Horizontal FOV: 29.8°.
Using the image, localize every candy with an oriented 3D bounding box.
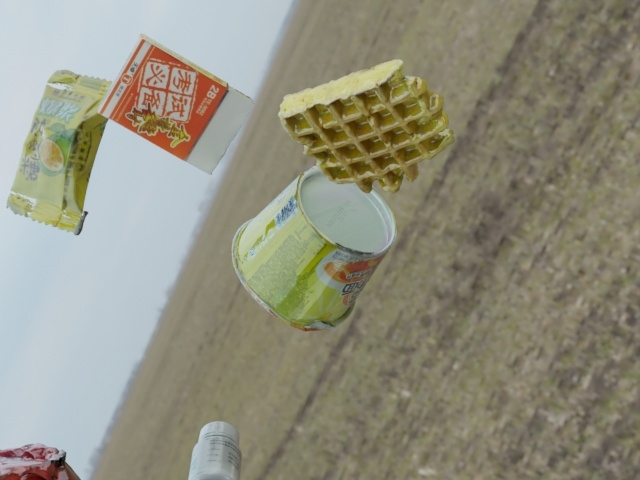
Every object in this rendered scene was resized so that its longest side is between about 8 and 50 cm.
[{"bbox_3d":[-0.479,-0.172,2.258,0.081,0.187,0.297,21,-93,-67],"label":"candy"}]

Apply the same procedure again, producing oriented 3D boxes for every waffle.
[{"bbox_3d":[0.088,-0.152,1.756,0.229,0.219,0.057,-14,47,26],"label":"waffle"}]

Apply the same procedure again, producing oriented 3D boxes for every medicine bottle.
[{"bbox_3d":[-0.165,0.353,1.905,0.130,0.080,0.080,-90,23,-58],"label":"medicine bottle"}]

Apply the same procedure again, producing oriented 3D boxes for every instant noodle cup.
[{"bbox_3d":[0.000,0.000,2.151,0.200,0.264,0.264,-51,14,40],"label":"instant noodle cup"}]

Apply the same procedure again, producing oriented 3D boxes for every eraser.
[{"bbox_3d":[-0.252,-0.236,2.105,0.157,0.230,0.038,-57,14,16],"label":"eraser"}]

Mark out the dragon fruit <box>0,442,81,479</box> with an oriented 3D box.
[{"bbox_3d":[-0.417,0.385,1.478,0.295,0.296,0.301,-85,5,-72],"label":"dragon fruit"}]
